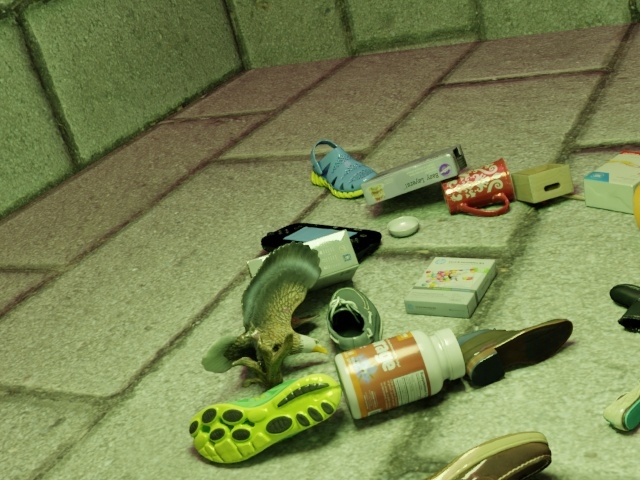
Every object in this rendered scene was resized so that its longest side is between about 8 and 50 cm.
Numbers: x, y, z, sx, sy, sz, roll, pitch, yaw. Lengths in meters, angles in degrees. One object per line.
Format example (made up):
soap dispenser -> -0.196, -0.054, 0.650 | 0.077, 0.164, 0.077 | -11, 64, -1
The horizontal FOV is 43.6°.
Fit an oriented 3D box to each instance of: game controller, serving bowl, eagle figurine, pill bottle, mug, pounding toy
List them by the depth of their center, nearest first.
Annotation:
pill bottle -> 0.142, 0.231, 1.434 | 0.216, 0.121, 0.121 | -17, 25, -5
eagle figurine -> -0.087, 0.175, 1.607 | 0.226, 0.225, 0.298 | -32, 30, 23
pounding toy -> 0.579, -0.135, 2.017 | 0.141, 0.100, 0.130 | -16, 10, -7
serving bowl -> 0.214, -0.032, 2.059 | 0.083, 0.027, 0.083 | -13, 24, 6
mug -> 0.405, -0.130, 2.065 | 0.169, 0.113, 0.150 | -16, 23, 6
game controller -> 0.000, 0.000, 2.069 | 0.319, 0.067, 0.166 | 8, 33, 39

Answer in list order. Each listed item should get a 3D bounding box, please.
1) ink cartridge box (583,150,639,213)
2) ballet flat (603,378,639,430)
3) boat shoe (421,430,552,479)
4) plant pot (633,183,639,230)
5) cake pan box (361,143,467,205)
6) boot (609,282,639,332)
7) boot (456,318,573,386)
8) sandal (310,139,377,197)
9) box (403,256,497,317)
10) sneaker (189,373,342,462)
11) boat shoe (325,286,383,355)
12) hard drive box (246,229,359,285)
ink cartridge box -> 0.762, -0.154, 1.948 | 0.231, 0.078, 0.134 | -31, 29, -32
ballet flat -> 0.518, 0.243, 1.281 | 0.168, 0.057, 0.052 | -26, 17, -24
boat shoe -> 0.198, 0.384, 1.121 | 0.342, 0.123, 0.123 | -19, 54, -21
plant pot -> 0.768, -0.075, 1.664 | 0.205, 0.205, 0.188 | -36, 17, -38
cake pan box -> 0.263, -0.184, 2.181 | 0.267, 0.070, 0.246 | -19, 8, 18
boot -> 0.585, 0.128, 1.498 | 0.121, 0.045, 0.099 | 9, 37, 40
boot -> 0.348, 0.180, 1.475 | 0.219, 0.082, 0.106 | -22, 28, -11
sandal -> 0.058, -0.219, 2.416 | 0.126, 0.138, 0.317 | -26, 28, -27
box -> 0.284, 0.099, 1.735 | 0.145, 0.038, 0.186 | 2, 29, 32
sneaker -> -0.093, 0.320, 1.433 | 0.295, 0.109, 0.123 | -19, -12, 11
boat shoe -> 0.066, 0.163, 1.646 | 0.116, 0.099, 0.319 | -14, 25, 4
hard drive box -> -0.042, 0.069, 1.819 | 0.232, 0.089, 0.181 | -18, -12, -7
